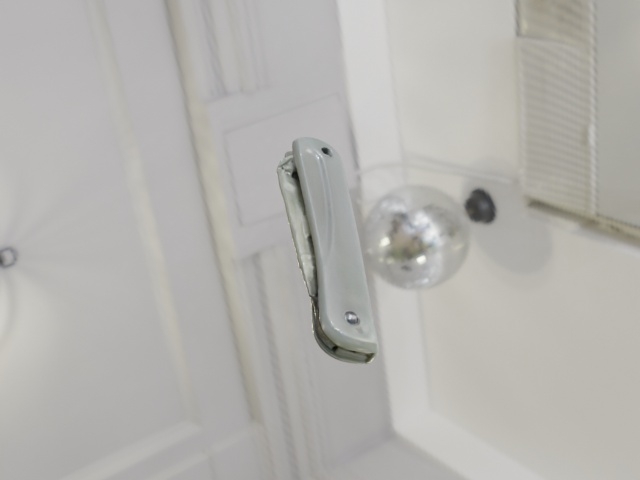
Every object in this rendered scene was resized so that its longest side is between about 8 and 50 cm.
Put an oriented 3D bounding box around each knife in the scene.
[{"bbox_3d":[0.003,0.001,0.963,0.040,0.073,0.265,-49,-143,34],"label":"knife"}]
